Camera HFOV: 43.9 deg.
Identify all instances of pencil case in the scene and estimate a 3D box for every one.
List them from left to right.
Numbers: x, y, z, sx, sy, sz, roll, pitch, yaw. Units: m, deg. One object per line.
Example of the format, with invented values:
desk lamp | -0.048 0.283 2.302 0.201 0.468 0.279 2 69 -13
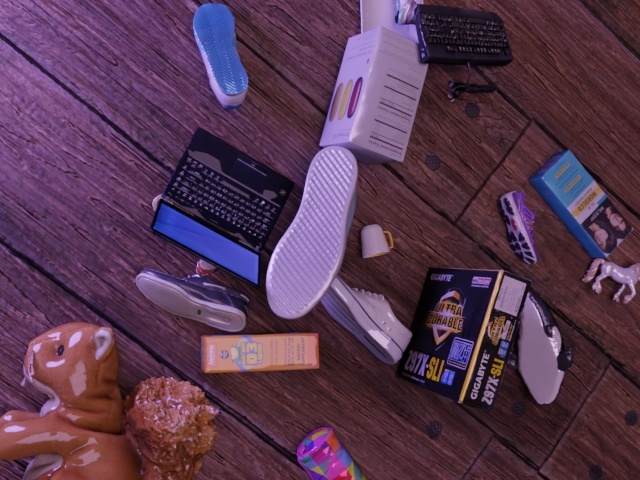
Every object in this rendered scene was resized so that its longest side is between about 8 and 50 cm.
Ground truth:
pencil case | 0.044 0.502 1.637 0.104 0.104 0.236 -34 96 -13

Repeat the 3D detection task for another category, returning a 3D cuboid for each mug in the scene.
mug | 0.115 0.000 1.694 0.062 0.078 0.064 -14 83 18

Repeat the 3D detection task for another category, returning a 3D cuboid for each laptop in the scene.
laptop | -0.182 -0.069 1.547 0.234 0.136 0.264 30 73 -16

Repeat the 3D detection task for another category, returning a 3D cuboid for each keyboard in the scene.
keyboard | 0.317 -0.398 1.687 0.317 0.033 0.201 -12 91 -44

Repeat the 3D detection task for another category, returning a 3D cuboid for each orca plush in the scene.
orca plush | 0.483 0.216 1.783 0.151 0.102 0.287 -29 84 31

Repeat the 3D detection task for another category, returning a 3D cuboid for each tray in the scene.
tray | 0.151 -0.556 1.724 0.145 0.030 0.270 -1 89 -14

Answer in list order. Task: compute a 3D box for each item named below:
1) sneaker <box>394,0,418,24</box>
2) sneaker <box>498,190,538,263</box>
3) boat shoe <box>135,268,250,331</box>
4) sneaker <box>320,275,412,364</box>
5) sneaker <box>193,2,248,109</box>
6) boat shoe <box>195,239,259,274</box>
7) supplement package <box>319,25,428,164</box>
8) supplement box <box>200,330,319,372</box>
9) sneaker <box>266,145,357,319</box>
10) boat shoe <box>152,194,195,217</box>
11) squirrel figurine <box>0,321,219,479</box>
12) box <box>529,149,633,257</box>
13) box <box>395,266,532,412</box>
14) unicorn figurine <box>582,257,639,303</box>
sneaker | 0.196 -0.510 1.702 0.069 0.038 0.098 0 98 -16
sneaker | 0.459 -0.031 1.775 0.071 0.068 0.169 -18 93 -20
boat shoe | -0.254 0.108 1.589 0.233 0.084 0.079 21 45 -7
sneaker | 0.089 0.145 1.671 0.258 0.094 0.091 48 60 -13
sneaker | -0.205 -0.373 1.601 0.088 0.092 0.228 -10 72 -13
boat shoe | -0.189 0.037 1.612 0.137 0.043 0.049 -20 74 -31
supplement package | 0.113 -0.292 1.640 0.134 0.139 0.244 18 83 -27
supplement box | -0.123 0.227 1.609 0.234 0.080 0.078 -1 87 -13
sneaker | 0.000 0.000 1.598 0.135 0.150 0.365 19 73 13
boat shoe | -0.273 -0.034 1.590 0.056 0.048 0.153 -43 99 -12
squirrel figurine | -0.391 0.341 1.459 0.397 0.281 0.370 6 75 -11
box | 0.595 -0.081 1.813 0.100 0.060 0.244 -44 99 -12
box | 0.276 0.185 1.588 0.079 0.322 0.257 18 85 -15
unicorn figurine | 0.696 0.087 1.835 0.162 0.060 0.111 24 86 -15
